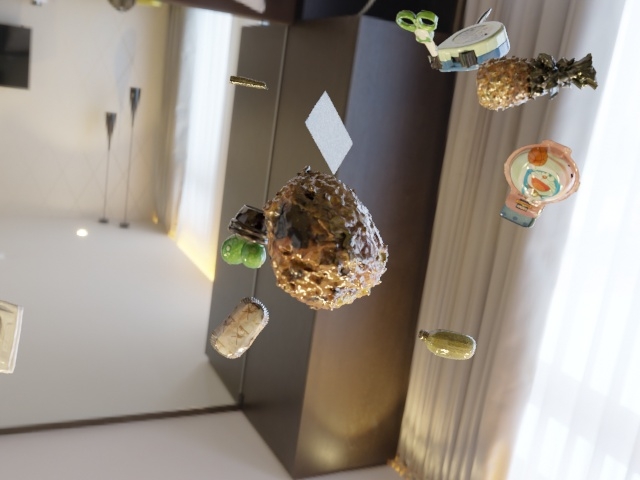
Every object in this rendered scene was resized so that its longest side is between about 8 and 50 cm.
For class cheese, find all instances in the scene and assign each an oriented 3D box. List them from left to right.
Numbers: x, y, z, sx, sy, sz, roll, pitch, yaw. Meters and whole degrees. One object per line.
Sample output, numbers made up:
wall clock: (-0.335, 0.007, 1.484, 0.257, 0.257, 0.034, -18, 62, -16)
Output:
cheese: (0.548, -0.140, 1.632, 0.188, 0.286, 0.074, 28, -130, 11)

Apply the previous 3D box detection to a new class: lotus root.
lotus root: (0.399, 0.328, 2.034, 0.182, 0.090, 0.077, 14, -151, 0)

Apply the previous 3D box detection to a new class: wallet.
wallet: (-0.828, 0.247, 1.658, 0.124, 0.183, 0.032, 9, 178, 25)

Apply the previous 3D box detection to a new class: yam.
yam: (-0.236, -0.523, 2.125, 0.129, 0.027, 0.033, 9, -146, -5)

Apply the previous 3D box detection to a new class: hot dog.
hot dog: (-0.230, 0.253, 1.842, 0.108, 0.191, 0.059, 41, -177, -4)

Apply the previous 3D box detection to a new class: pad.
pad: (0.031, -0.357, 2.138, 0.003, 0.235, 0.158, 6, -127, 37)

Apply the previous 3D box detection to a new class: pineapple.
pineapple: (0.580, -0.428, 1.727, 0.309, 0.141, 0.170, -1, -138, 21)

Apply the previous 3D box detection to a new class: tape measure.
tape measure: (0.542, -0.668, 2.111, 0.351, 0.098, 0.215, -43, -146, -25)

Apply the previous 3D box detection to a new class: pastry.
pastry: (0.001, 0.014, 1.771, 0.292, 0.405, 0.337, -25, -165, 25)

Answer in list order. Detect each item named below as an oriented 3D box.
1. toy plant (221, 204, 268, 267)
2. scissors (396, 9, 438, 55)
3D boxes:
toy plant: (-0.269, -0.006, 2.373, 0.175, 0.235, 0.218, 17, -174, -41)
scissors: (0.260, -0.516, 1.607, 0.101, 0.027, 0.204, 13, 174, 25)
